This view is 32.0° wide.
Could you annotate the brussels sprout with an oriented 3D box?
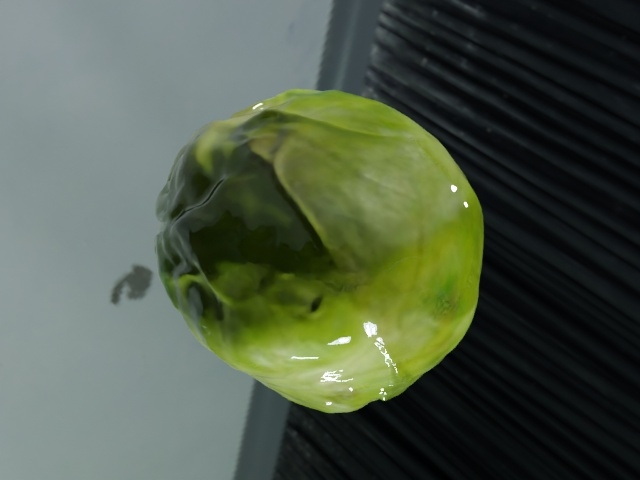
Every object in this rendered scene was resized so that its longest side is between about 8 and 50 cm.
[{"bbox_3d":[0.000,0.000,0.721,0.223,0.223,0.161,-44,165,-10],"label":"brussels sprout"}]
